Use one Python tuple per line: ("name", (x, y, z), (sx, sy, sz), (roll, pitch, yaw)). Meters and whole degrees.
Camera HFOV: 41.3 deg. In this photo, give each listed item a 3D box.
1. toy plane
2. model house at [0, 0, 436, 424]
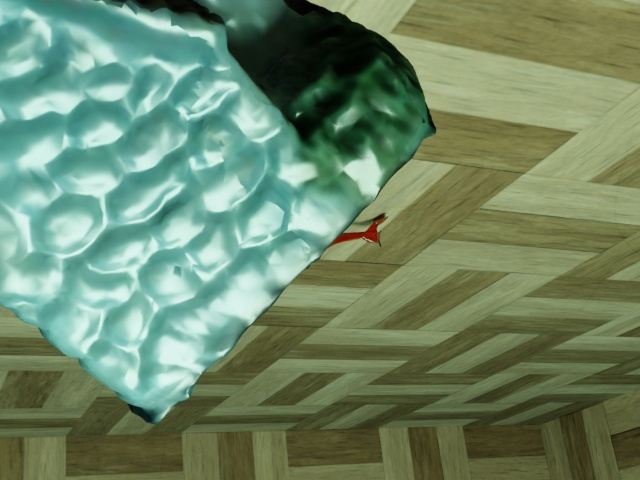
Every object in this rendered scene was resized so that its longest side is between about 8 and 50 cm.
("toy plane", (-0.003, 0.002, 1.206), (0.194, 0.077, 0.126), (-1, 167, -37))
("model house", (-0.175, -0.142, 0.562), (0.297, 0.360, 0.339), (-46, 125, 2))
